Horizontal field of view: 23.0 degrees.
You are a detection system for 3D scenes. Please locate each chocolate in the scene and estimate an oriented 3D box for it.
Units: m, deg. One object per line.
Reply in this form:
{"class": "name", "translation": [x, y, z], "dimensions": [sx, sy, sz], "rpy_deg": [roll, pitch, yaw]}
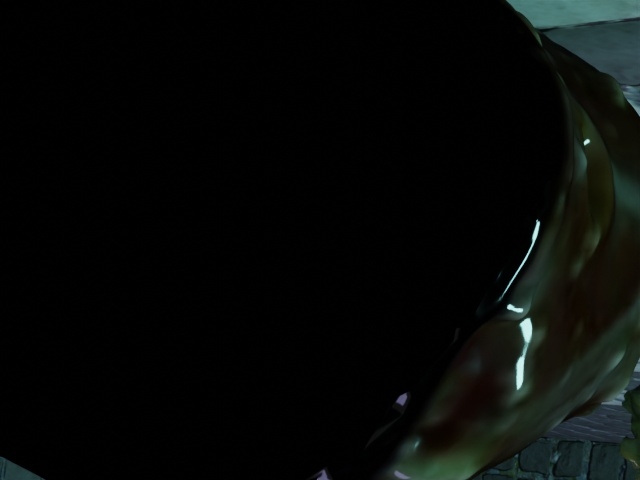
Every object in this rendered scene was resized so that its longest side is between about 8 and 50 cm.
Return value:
{"class": "chocolate", "translation": [-0.009, -0.006, 0.652], "dimensions": [0.340, 0.225, 0.210], "rpy_deg": [2, 177, 36]}

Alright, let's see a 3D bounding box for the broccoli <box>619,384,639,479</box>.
{"class": "broccoli", "translation": [0.399, 0.180, 1.191], "dimensions": [0.347, 0.281, 0.293], "rpy_deg": [4, 173, -17]}
